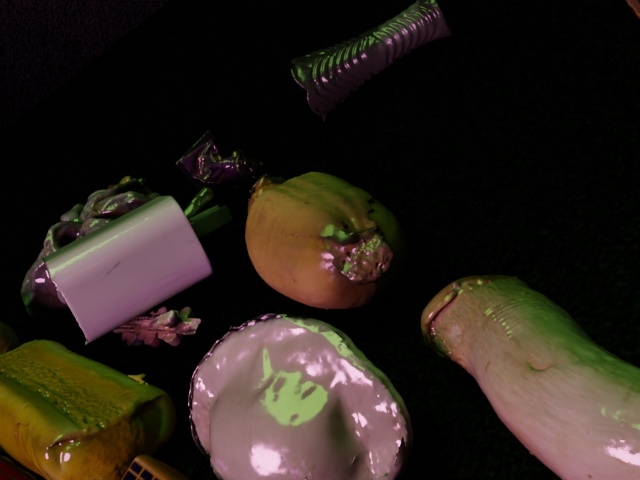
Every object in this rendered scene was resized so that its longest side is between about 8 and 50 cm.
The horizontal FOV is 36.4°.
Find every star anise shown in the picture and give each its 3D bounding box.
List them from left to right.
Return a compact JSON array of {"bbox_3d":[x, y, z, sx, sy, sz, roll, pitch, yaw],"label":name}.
[{"bbox_3d":[-0.348,-0.013,1.558,0.359,0.139,0.316,-41,33,-1],"label":"star anise"}]

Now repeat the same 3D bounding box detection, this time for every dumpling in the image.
[{"bbox_3d":[-0.025,0.147,0.863,0.247,0.172,0.142,-13,9,36],"label":"dumpling"}]

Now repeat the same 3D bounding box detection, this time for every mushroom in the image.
[{"bbox_3d":[0.191,0.108,0.722,0.123,0.095,0.351,-28,25,-15],"label":"mushroom"}]

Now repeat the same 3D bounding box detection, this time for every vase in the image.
[{"bbox_3d":[0.081,-0.284,1.463,0.238,0.115,0.115,-28,29,14],"label":"vase"}]

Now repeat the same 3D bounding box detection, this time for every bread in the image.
[{"bbox_3d":[-0.320,0.216,1.192,0.166,0.112,0.384,-23,18,-35],"label":"bread"}]

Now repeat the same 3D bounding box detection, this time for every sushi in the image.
[{"bbox_3d":[-0.404,-0.086,1.866,0.120,0.026,0.126,-52,28,-21],"label":"sushi"}]

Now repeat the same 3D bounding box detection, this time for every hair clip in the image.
[{"bbox_3d":[-0.216,0.113,1.294,0.214,0.056,0.062,-13,50,57],"label":"hair clip"}]

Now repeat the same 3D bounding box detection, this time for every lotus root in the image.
[{"bbox_3d":[0.003,0.001,1.086,0.146,0.130,0.303,-23,22,-19],"label":"lotus root"}]

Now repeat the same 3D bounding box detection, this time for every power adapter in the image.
[{"bbox_3d":[-0.238,0.019,1.324,0.255,0.124,0.187,-30,11,-14],"label":"power adapter"}]

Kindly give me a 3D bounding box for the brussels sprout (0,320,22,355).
[{"bbox_3d":[-0.556,0.187,1.452,0.223,0.223,0.161,-32,21,16],"label":"brussels sprout"}]

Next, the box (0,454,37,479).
[{"bbox_3d":[-0.447,0.396,1.058,0.197,0.089,0.313,-41,19,29],"label":"box"}]

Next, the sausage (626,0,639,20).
[{"bbox_3d":[0.450,-0.320,1.032,0.264,0.083,0.083,-33,27,11],"label":"sausage"}]

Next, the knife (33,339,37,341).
[{"bbox_3d":[-0.490,0.196,1.564,0.096,0.010,0.027,-47,27,-13],"label":"knife"}]

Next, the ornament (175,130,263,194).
[{"bbox_3d":[-0.136,-0.104,1.488,0.088,0.081,0.203,-49,30,-14],"label":"ornament"}]

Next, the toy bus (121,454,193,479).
[{"bbox_3d":[-0.113,0.270,0.849,0.201,0.098,0.114,11,66,57],"label":"toy bus"}]
